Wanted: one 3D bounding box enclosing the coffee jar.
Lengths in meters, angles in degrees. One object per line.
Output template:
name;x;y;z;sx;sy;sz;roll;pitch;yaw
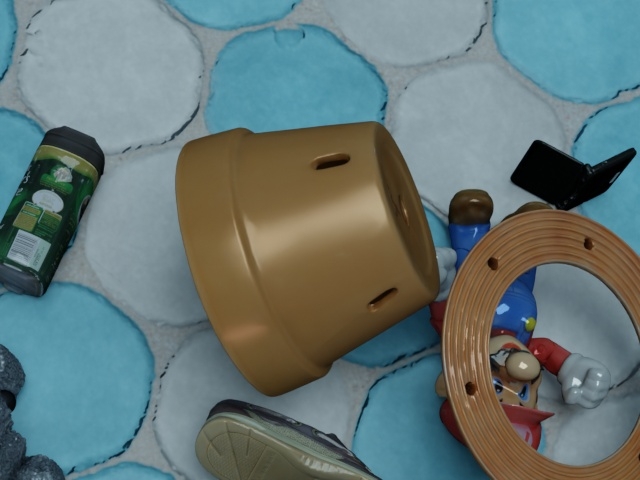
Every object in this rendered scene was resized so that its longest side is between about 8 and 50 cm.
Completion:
coffee jar;-0.309;-0.035;1.748;0.079;0.096;0.184;24;67;-2

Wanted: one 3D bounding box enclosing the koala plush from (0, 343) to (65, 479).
koala plush;-0.381;0.201;1.582;0.203;0.221;0.196;-21;75;-15

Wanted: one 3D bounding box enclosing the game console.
game console;0.300;-0.089;1.846;0.107;0.122;0.071;-25;75;-17

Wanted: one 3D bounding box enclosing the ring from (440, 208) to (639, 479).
ring;0.261;0.133;1.664;0.336;0.032;0.336;9;73;-30

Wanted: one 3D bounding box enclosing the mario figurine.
mario figurine;0.215;0.092;1.736;0.198;0.170;0.320;-7;62;17

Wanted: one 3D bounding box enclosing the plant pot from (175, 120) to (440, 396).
plant pot;0.000;0.000;1.647;0.203;0.291;0.291;-18;71;14

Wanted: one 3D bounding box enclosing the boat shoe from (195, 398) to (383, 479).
boat shoe;0.000;0.255;1.688;0.285;0.103;0.092;27;29;-8
